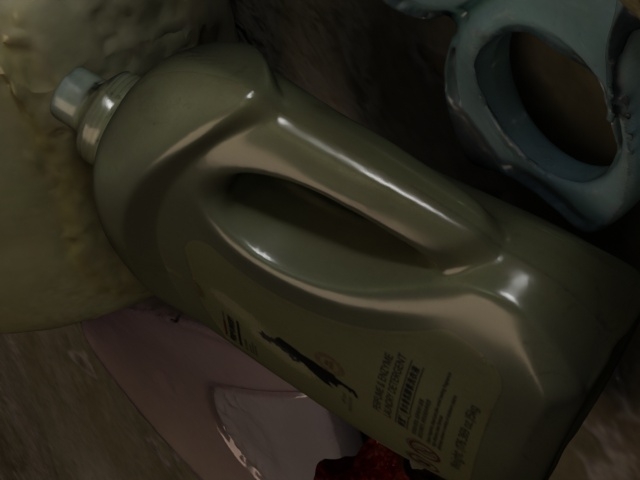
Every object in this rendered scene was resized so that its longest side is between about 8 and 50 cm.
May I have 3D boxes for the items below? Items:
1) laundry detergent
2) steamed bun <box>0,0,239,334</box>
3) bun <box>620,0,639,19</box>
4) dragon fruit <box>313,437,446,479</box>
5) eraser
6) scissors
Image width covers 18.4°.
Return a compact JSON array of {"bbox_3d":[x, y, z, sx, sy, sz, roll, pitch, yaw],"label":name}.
[{"bbox_3d":[0.000,0.000,0.800,0.253,0.091,0.181,32,160,11],"label":"laundry detergent"},{"bbox_3d":[-0.192,-0.083,0.945,0.273,0.272,0.290,34,153,42],"label":"steamed bun"},{"bbox_3d":[0.134,-0.070,0.471,0.183,0.102,0.183,31,151,20],"label":"bun"},{"bbox_3d":[0.060,0.188,1.008,0.192,0.122,0.092,48,172,13],"label":"dragon fruit"},{"bbox_3d":[-0.054,0.087,1.169,0.243,0.059,0.204,30,147,42],"label":"eraser"},{"bbox_3d":[0.099,-0.106,0.620,0.191,0.029,0.360,58,158,-3],"label":"scissors"}]
